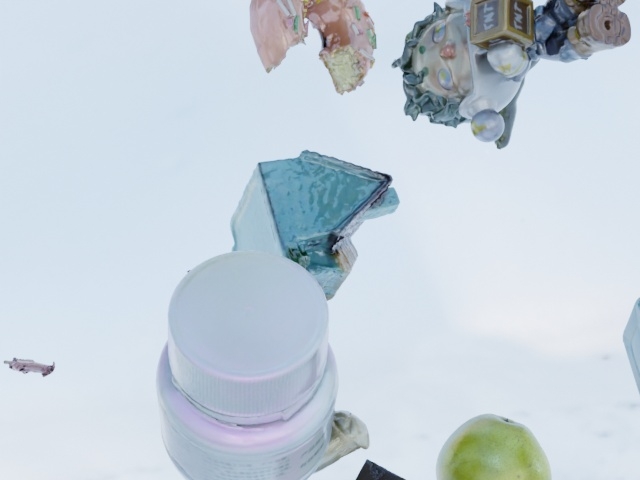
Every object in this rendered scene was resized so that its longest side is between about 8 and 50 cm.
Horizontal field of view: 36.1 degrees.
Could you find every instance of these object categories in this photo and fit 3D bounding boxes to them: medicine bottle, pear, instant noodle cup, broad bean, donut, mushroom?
[{"bbox_3d":[-0.096,0.182,1.297,0.241,0.302,0.241,3,50,-3],"label":"medicine bottle"},{"bbox_3d":[0.291,0.395,1.659,0.198,0.198,0.198,-11,41,10],"label":"pear"},{"bbox_3d":[0.504,0.164,1.448,0.070,0.157,0.179,-4,52,-3],"label":"instant noodle cup"},{"bbox_3d":[0.430,-0.330,2.012,0.292,0.144,0.049,-48,31,-6],"label":"broad bean"},{"bbox_3d":[-0.005,-0.343,1.538,0.085,0.233,0.199,-16,73,48],"label":"donut"},{"bbox_3d":[-0.035,0.313,1.469,0.223,0.081,0.092,-15,47,17],"label":"mushroom"}]

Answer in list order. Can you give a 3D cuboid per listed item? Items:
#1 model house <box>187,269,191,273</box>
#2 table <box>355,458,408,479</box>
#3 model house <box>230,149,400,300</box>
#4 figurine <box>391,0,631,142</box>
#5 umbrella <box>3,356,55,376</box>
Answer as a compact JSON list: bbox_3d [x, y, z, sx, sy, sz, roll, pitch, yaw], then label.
[{"bbox_3d":[-0.167,0.159,1.648,0.176,0.181,0.248,-34,78,-22],"label":"model house"},{"bbox_3d":[0.124,0.551,1.598,0.196,0.250,0.282,21,72,33],"label":"table"},{"bbox_3d":[0.000,0.000,1.719,0.248,0.280,0.230,-7,68,-22],"label":"model house"},{"bbox_3d":[0.254,-0.276,1.415,0.382,0.186,0.261,-13,66,56],"label":"figurine"},{"bbox_3d":[-0.474,0.205,1.595,0.027,0.025,0.165,-3,1,-42],"label":"umbrella"}]
